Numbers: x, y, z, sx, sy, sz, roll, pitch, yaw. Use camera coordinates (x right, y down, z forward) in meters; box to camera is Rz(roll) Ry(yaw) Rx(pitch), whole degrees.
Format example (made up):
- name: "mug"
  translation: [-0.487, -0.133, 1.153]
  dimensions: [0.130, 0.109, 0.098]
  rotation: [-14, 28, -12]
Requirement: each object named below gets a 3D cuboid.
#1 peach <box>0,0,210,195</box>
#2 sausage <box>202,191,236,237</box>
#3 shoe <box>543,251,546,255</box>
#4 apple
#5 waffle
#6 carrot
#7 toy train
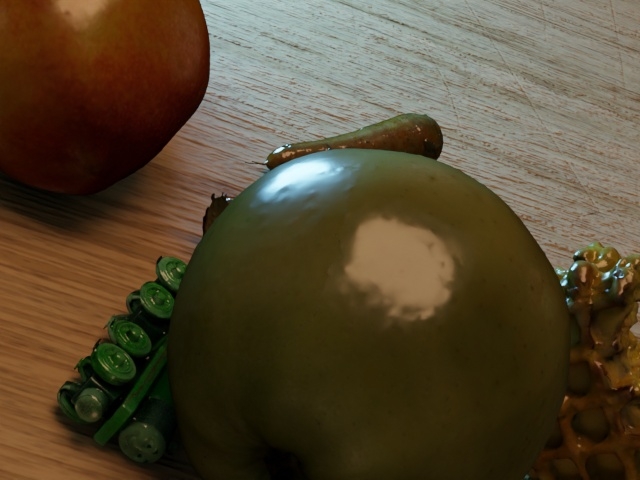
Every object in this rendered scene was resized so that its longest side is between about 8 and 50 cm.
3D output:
- name: "peach"
  translation: [-0.261, -0.198, 1.751]
  dimensions: [0.308, 0.308, 0.332]
  rotation: [11, 48, -24]
- name: "sausage"
  translation: [0.000, 0.000, 1.830]
  dimensions: [0.264, 0.083, 0.083]
  rotation: [6, 34, -33]
- name: "shoe"
  translation: [0.175, 0.016, 1.919]
  dimensions: [0.180, 0.089, 0.092]
  rotation: [-3, 40, -44]
- name: "apple"
  translation: [0.039, 0.098, 1.433]
  dimensions: [0.357, 0.357, 0.357]
  rotation: [19, 30, -11]
- name: "waffle"
  translation: [0.323, 0.165, 1.617]
  dimensions: [0.324, 0.261, 0.151]
  rotation: [36, 23, 14]
- name: "carrot"
  translation: [0.031, -0.105, 2.041]
  dimensions: [0.298, 0.078, 0.078]
  rotation: [-11, 45, -39]
- name: "toy train"
  translation: [-0.149, 0.109, 1.539]
  dimensions: [0.119, 0.085, 0.251]
  rotation: [39, 32, -7]
